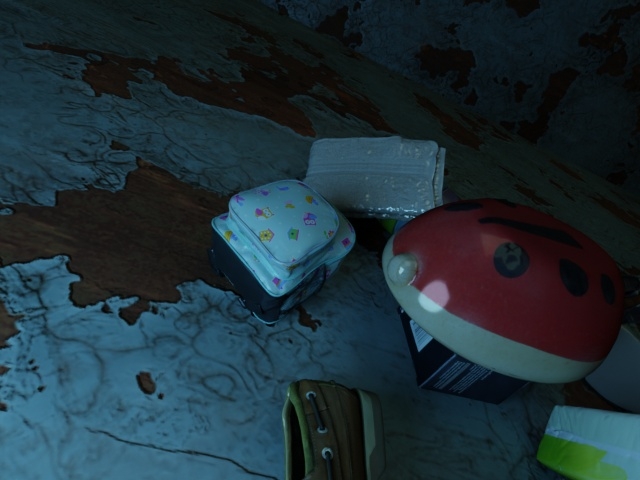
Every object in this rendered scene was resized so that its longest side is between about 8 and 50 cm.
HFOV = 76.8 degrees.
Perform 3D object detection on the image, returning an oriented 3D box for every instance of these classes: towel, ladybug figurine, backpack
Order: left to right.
[{"bbox_3d":[-0.046,-0.002,0.586,0.188,0.144,0.166,-25,61,-42],"label":"backpack"},{"bbox_3d":[0.098,-0.124,0.793,0.282,0.049,0.187,3,57,16],"label":"towel"},{"bbox_3d":[0.293,0.051,0.607,0.449,0.162,0.305,6,39,-32],"label":"ladybug figurine"}]

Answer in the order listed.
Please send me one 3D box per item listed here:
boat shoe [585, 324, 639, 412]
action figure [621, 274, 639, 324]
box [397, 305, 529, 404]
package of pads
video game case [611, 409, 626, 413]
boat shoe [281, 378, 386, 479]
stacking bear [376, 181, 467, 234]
[{"bbox_3d":[0.544,0.177,0.844,0.340,0.127,0.158,52,22,12],"label":"boat shoe"},{"bbox_3d":[0.649,0.148,0.904,0.285,0.099,0.185,41,29,-63],"label":"action figure"},{"bbox_3d":[0.226,0.158,0.648,0.158,0.093,0.156,18,36,-19],"label":"box"},{"bbox_3d":[0.429,0.285,0.449,0.229,0.296,0.101,25,75,9],"label":"package of pads"},{"bbox_3d":[0.604,0.416,0.602,0.248,0.035,0.275,17,33,6],"label":"video game case"},{"bbox_3d":[0.000,0.260,0.350,0.104,0.111,0.307,19,26,-10],"label":"boat shoe"},{"bbox_3d":[0.168,-0.091,0.876,0.289,0.164,0.175,38,34,19],"label":"stacking bear"}]
